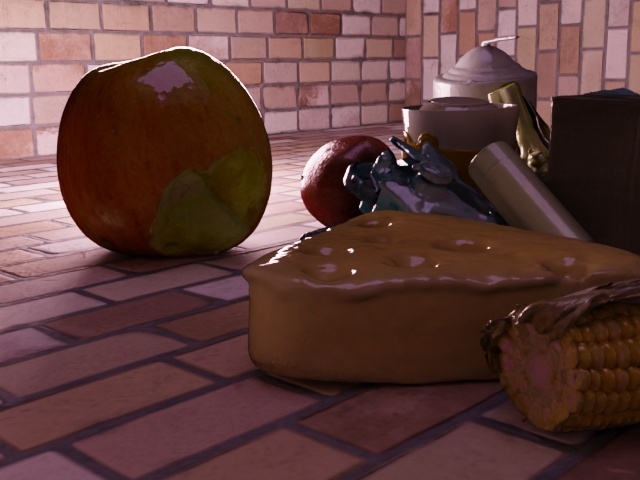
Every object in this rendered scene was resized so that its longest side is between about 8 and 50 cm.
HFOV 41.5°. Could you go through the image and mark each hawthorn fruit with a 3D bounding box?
[{"bbox_3d":[0.046,-0.098,1.451,0.169,0.169,0.188,-8,11,-30],"label":"hawthorn fruit"}]

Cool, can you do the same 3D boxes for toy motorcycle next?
[{"bbox_3d":[0.160,-0.038,1.180,0.206,0.154,0.260,-5,39,-39],"label":"toy motorcycle"}]

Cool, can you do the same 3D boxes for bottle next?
[{"bbox_3d":[0.278,-0.042,1.118,0.072,0.072,0.201,-8,49,-30],"label":"bottle"}]

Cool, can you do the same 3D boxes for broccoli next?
[{"bbox_3d":[0.360,-0.163,1.519,0.247,0.243,0.263,-17,10,-11],"label":"broccoli"}]

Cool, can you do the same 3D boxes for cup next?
[{"bbox_3d":[0.211,-0.121,1.382,0.185,0.226,0.241,-9,13,-28],"label":"cup"}]

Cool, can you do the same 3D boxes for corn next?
[{"bbox_3d":[0.282,0.075,0.675,0.305,0.122,0.123,-7,12,-18],"label":"corn"}]

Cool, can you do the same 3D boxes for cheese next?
[{"bbox_3d":[0.085,0.055,0.838,0.384,0.104,0.384,0,11,0],"label":"cheese"}]

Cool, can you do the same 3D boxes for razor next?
[{"bbox_3d":[0.000,-0.006,1.311,0.066,0.033,0.190,4,12,18],"label":"razor"}]

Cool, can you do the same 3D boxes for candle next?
[{"bbox_3d":[0.337,-0.248,1.728,0.221,0.342,0.221,-3,17,1],"label":"candle"}]

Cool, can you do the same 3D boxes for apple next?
[{"bbox_3d":[-0.239,-0.135,1.304,0.340,0.339,0.339,-1,12,0],"label":"apple"}]

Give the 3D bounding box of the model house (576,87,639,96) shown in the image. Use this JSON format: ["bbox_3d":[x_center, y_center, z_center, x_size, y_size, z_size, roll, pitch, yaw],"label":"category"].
[{"bbox_3d":[0.662,-0.182,1.778,0.261,0.226,0.241,-17,34,-42],"label":"model house"}]

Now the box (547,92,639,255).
[{"bbox_3d":[0.405,-0.082,1.157,0.155,0.231,0.149,7,14,33],"label":"box"}]
